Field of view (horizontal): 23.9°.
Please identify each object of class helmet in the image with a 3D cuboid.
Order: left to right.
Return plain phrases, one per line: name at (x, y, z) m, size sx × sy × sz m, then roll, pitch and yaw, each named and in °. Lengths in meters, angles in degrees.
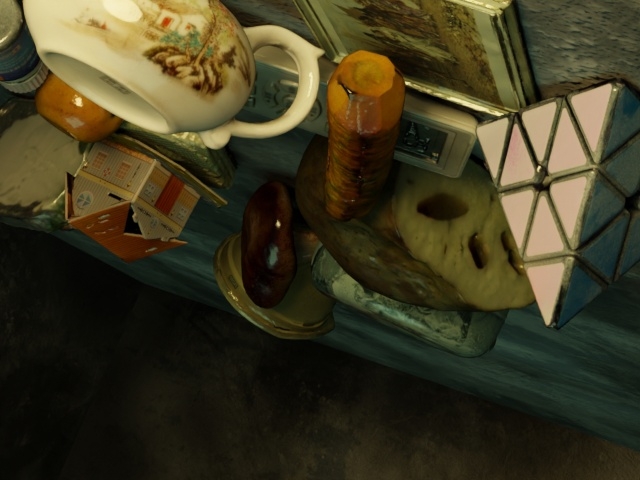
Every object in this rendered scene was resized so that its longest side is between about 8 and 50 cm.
helmet at (-0.029, 0.037, 2.296) m, size 0.257 × 0.137 × 0.204 m, roll 0°, pitch -128°, yaw -57°

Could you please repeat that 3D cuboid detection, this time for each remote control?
remote control at (-0.004, -0.145, 1.414) m, size 0.313 × 0.055 × 0.109 m, roll 19°, pitch 159°, yaw 2°

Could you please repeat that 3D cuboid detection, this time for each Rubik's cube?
Rubik's cube at (0.216, -0.045, 1.180) m, size 0.211 × 0.190 × 0.178 m, roll 11°, pitch 149°, yaw 7°

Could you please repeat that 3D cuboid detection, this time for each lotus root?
lotus root at (0.077, -0.024, 1.629) m, size 0.267 × 0.149 × 0.260 m, roll 34°, pitch 166°, yaw -38°

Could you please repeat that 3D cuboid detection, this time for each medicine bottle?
medicine bottle at (-0.361, -0.225, 1.725) m, size 0.083 × 0.083 × 0.203 m, roll 22°, pitch 173°, yaw 3°

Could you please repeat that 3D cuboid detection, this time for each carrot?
carrot at (0.034, -0.088, 1.358) m, size 0.070 × 0.070 × 0.260 m, roll 22°, pitch 159°, yaw 5°

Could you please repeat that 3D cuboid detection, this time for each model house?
model house at (-0.337, -0.068, 2.257) m, size 0.271 × 0.190 × 0.301 m, roll 11°, pitch 166°, yaw 46°
model house at (-0.258, -0.051, 2.008) m, size 0.207 × 0.136 × 0.219 m, roll 25°, pitch 173°, yaw 31°

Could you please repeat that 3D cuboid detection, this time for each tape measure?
tape measure at (0.120, 0.045, 1.924) m, size 0.256 × 0.147 × 0.275 m, roll 23°, pitch 175°, yaw 13°

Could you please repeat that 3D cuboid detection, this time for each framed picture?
framed picture at (0.067, -0.166, 1.210) m, size 0.217 × 0.017 × 0.274 m, roll 21°, pitch 171°, yaw 19°

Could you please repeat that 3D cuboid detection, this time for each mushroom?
mushroom at (0.000, 0.000, 2.109) m, size 0.217 × 0.148 × 0.227 m, roll -2°, pitch 158°, yaw -9°

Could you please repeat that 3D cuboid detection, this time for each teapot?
teapot at (-0.136, -0.173, 1.259) m, size 0.298 × 0.139 × 0.204 m, roll 34°, pitch 165°, yaw -27°

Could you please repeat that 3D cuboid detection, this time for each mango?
mango at (-0.301, -0.169, 1.888) m, size 0.115 × 0.089 × 0.165 m, roll 26°, pitch 174°, yaw -9°

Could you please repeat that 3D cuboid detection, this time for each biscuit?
biscuit at (-0.193, -0.127, 1.982) m, size 0.150 × 0.052 × 0.252 m, roll 23°, pitch 171°, yaw 6°
